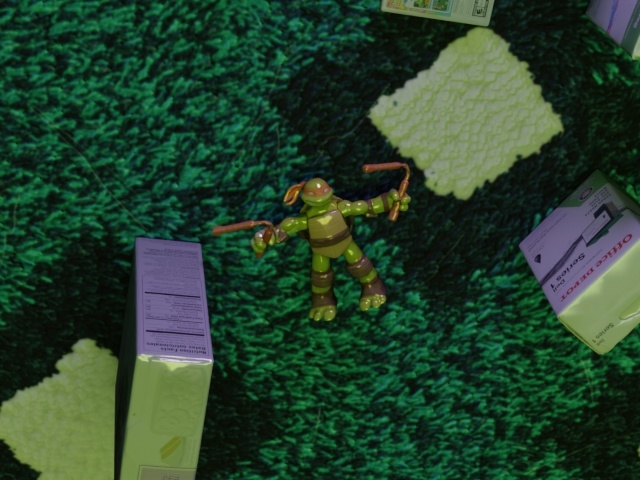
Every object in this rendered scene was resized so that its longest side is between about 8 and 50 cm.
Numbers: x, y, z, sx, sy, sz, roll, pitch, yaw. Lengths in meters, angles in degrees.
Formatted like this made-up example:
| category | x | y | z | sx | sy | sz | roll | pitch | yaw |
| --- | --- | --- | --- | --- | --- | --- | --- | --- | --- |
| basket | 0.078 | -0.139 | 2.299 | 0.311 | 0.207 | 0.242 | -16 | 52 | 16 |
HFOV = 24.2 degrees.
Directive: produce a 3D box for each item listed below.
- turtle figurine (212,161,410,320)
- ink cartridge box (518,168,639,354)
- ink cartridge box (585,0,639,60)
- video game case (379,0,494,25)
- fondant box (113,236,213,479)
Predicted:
| category | x | y | z | sx | sy | sz | roll | pitch | yaw |
| --- | --- | --- | --- | --- | --- | --- | --- | --- | --- |
| turtle figurine | 0.000 | 0.000 | 1.984 | 0.270 | 0.087 | 0.217 | -20 | 123 | -7 |
| ink cartridge box | 0.367 | 0.025 | 1.962 | 0.092 | 0.219 | 0.160 | 39 | 104 | -21 |
| ink cartridge box | 0.436 | -0.272 | 1.843 | 0.154 | 0.212 | 0.093 | 14 | 108 | -11 |
| video game case | 0.159 | -0.355 | 1.879 | 0.143 | 0.019 | 0.157 | 7 | 114 | -9 |
| fondant box | -0.205 | 0.172 | 1.903 | 0.096 | 0.330 | 0.238 | 7 | 114 | -9 |
